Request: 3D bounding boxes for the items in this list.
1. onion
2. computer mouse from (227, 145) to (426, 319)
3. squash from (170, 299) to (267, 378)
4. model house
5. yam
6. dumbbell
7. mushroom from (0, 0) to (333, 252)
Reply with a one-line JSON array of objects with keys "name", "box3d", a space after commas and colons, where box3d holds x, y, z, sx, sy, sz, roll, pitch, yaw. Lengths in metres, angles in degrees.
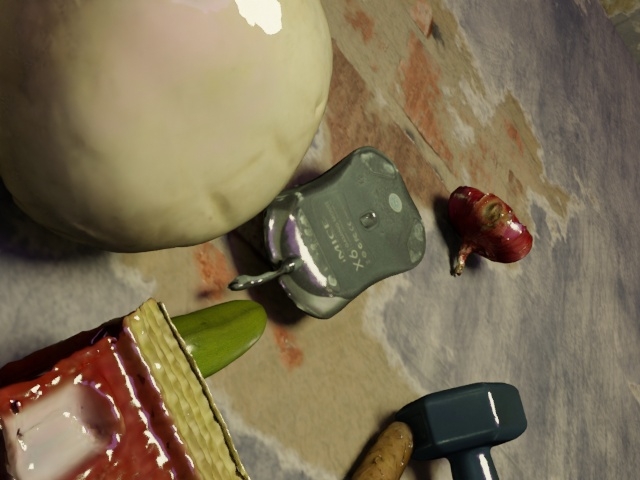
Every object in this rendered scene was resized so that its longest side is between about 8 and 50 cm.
[{"name": "onion", "box3d": [0.242, -0.002, 1.432, 0.150, 0.140, 0.150, 40, -3, 3]}, {"name": "computer mouse", "box3d": [0.000, 0.000, 1.092, 0.379, 0.090, 0.167, -25, 91, -52]}, {"name": "squash", "box3d": [-0.109, 0.095, 0.900, 0.201, 0.066, 0.066, -20, 87, -64]}, {"name": "model house", "box3d": [-0.164, 0.163, 0.692, 0.254, 0.160, 0.196, -28, 94, -59]}, {"name": "yam", "box3d": [0.051, 0.282, 1.012, 0.057, 0.057, 0.241, 60, 33, -10]}, {"name": "dumbbell", "box3d": [0.198, 0.332, 1.105, 0.156, 0.143, 0.316, 9, 62, -52]}, {"name": "mushroom", "box3d": [-0.122, -0.157, 0.806, 0.315, 0.315, 0.356, 50, 50, -23]}]
